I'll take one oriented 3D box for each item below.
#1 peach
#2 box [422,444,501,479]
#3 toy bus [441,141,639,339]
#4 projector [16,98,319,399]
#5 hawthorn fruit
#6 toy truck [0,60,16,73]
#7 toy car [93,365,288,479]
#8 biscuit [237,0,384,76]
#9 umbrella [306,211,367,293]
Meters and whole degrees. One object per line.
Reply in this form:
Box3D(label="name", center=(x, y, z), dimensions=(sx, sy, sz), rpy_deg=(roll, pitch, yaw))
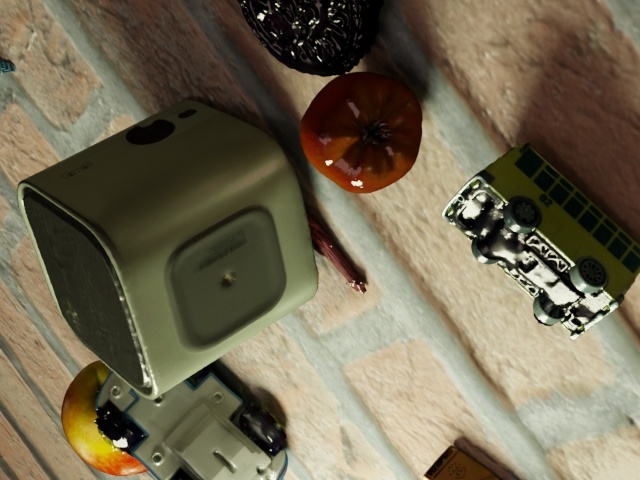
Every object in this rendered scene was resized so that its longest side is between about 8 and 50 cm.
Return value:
Box3D(label="peach", center=(-0.323, 0.289, 1.929), dimensions=(0.190, 0.190, 0.192), rpy_deg=(24, 149, 35))
Box3D(label="box", center=(0.226, 0.380, 1.463), dimensions=(0.237, 0.070, 0.152), rpy_deg=(35, 143, 26))
Box3D(label="toy bus", center=(0.210, -0.004, 1.105), dimensions=(0.175, 0.101, 0.088), rpy_deg=(44, 145, 4))
Box3D(label="projector", center=(-0.182, 0.004, 1.416), dimensions=(0.248, 0.249, 0.248), rpy_deg=(28, 139, 44))
Box3D(label="hawthorn fruit", center=(0.041, -0.116, 1.197), dimensions=(0.125, 0.140, 0.125), rpy_deg=(-1, 128, -1))
Box3D(label="toy truck", center=(-0.509, -0.239, 1.778), dimensions=(0.136, 0.063, 0.074), rpy_deg=(18, 114, 35))
Box3D(label="toy car", center=(-0.196, 0.292, 1.786), dimensions=(0.314, 0.198, 0.166), rpy_deg=(38, 162, 19))
Box3D(label="biscuit", center=(-0.017, -0.254, 1.189), dimensions=(0.194, 0.053, 0.195), rpy_deg=(29, 139, 29))
Box3D(label="umbrella", center=(0.000, 0.000, 1.424), dimensions=(0.165, 0.025, 0.027), rpy_deg=(50, 129, 0))
